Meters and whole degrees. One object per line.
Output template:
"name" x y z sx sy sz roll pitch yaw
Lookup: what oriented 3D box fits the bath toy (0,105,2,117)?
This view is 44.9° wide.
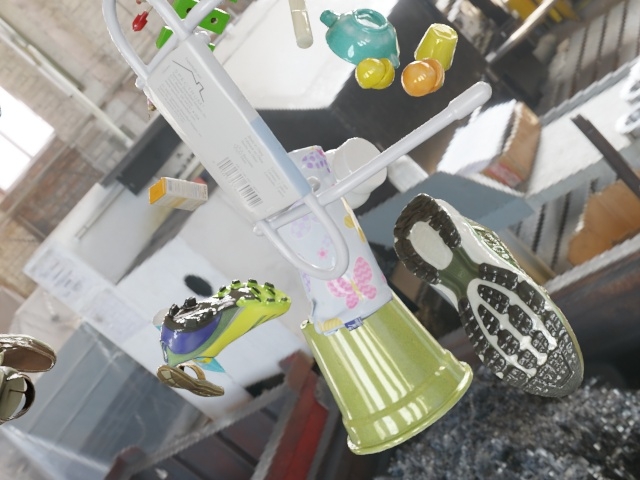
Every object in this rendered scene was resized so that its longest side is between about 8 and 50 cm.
"bath toy" -0.598 -0.140 1.029 0.348 0.151 0.129 -30 -11 18

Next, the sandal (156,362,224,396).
"sandal" -0.252 0.266 1.514 0.072 0.180 0.049 -9 63 32

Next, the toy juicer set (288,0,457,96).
"toy juicer set" 0.066 -0.325 1.325 0.089 0.329 0.209 110 178 -48

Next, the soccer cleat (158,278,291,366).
"soccer cleat" -0.173 0.150 1.411 0.289 0.093 0.121 -14 -54 -47

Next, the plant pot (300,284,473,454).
"plant pot" 0.102 0.214 1.461 0.276 0.254 0.276 -33 4 3

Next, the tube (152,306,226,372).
"tube" -0.296 0.233 1.745 0.080 0.207 0.052 4 51 45

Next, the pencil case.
"pencil case" 0.000 0.000 1.129 0.124 0.273 0.113 -26 -5 18

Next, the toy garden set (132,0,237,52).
"toy garden set" -0.253 -0.469 1.423 0.244 0.203 0.049 -59 42 23

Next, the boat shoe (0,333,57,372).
"boat shoe" -0.731 0.265 1.767 0.095 0.257 0.095 -65 28 13

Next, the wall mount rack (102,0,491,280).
"wall mount rack" -0.032 -0.140 0.723 0.130 0.350 0.304 -45 12 -32

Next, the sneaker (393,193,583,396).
"sneaker" 0.305 0.074 1.280 0.410 0.182 0.158 54 128 32

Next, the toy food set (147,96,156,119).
"toy food set" -0.380 -0.338 1.747 0.078 0.019 0.122 148 119 -77

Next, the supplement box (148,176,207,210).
"supplement box" -0.281 -0.091 1.529 0.062 0.098 0.036 -27 62 46

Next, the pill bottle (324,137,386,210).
"pill bottle" 0.020 -0.098 1.479 0.221 0.121 0.121 -36 19 45

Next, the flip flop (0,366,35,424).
"flip flop" -0.558 0.279 1.395 0.277 0.080 0.112 136 141 -69
